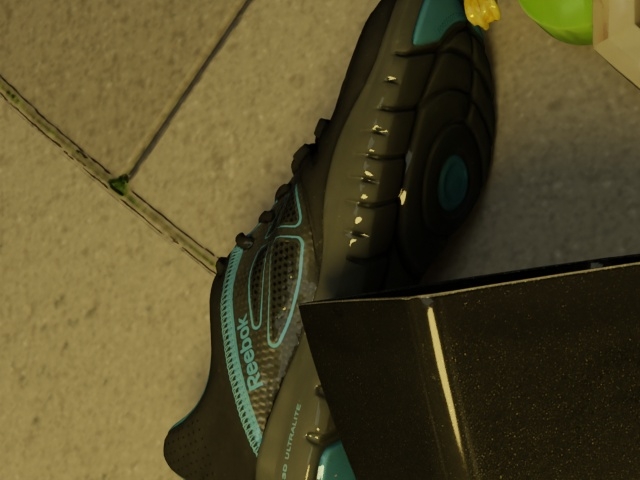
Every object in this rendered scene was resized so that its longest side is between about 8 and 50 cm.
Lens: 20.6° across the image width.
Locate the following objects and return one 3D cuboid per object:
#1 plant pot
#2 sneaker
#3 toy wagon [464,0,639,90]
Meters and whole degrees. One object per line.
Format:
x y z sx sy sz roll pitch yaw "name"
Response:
0.112 0.097 0.883 0.188 0.187 0.167 173 89 -72 "plant pot"
0.000 0.000 1.036 0.139 0.125 0.341 10 78 37 "sneaker"
0.246 -0.168 0.977 0.344 0.068 0.267 -6 72 30 "toy wagon"
